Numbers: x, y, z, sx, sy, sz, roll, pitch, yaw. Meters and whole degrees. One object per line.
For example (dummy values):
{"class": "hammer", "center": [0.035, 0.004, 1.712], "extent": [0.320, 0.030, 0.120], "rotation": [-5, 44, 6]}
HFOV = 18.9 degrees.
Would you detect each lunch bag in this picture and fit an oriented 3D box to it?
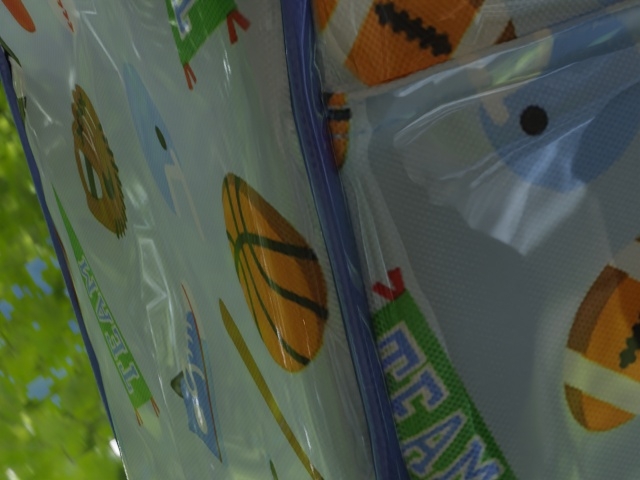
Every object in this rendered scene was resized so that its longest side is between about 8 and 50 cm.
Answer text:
{"class": "lunch bag", "center": [0.005, 0.001, 0.466], "extent": [0.115, 0.243, 0.303], "rotation": [-21, -68, -22]}
